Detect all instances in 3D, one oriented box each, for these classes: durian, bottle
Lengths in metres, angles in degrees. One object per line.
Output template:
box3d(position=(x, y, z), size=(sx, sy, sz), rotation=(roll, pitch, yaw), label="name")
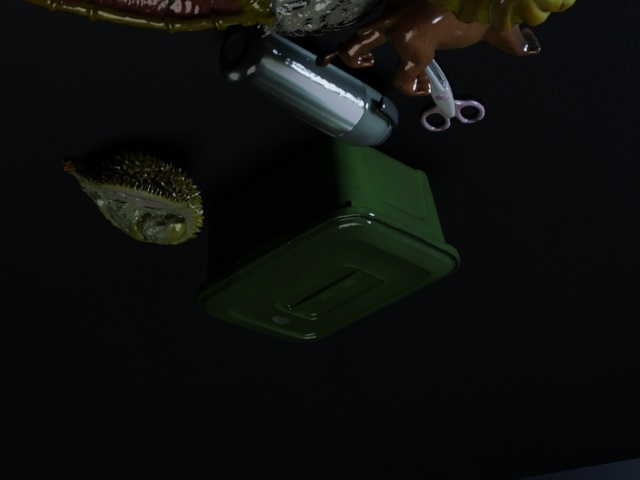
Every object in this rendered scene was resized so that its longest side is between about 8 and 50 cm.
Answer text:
box3d(position=(-0.251, -0.066, 1.700), size=(0.208, 0.102, 0.146), rotation=(22, 145, -2), label="durian")
box3d(position=(-0.006, -0.186, 1.530), size=(0.096, 0.079, 0.254), rotation=(-12, 153, 42), label="bottle")

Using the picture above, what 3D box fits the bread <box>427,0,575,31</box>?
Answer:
box3d(position=(0.186, -0.305, 1.267), size=(0.213, 0.105, 0.213), rotation=(-4, 121, -6), label="bread")

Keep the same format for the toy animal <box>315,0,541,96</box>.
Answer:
box3d(position=(0.156, -0.254, 1.398), size=(0.312, 0.097, 0.157), rotation=(-18, 154, -13), label="toy animal")

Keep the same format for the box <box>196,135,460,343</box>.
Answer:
box3d(position=(0.000, 0.000, 1.777), size=(0.329, 0.178, 0.253), rotation=(-30, 145, 33), label="box")

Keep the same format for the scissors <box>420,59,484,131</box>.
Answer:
box3d(position=(0.157, -0.189, 1.618), size=(0.085, 0.022, 0.176), rotation=(-11, 154, 15), label="scissors")

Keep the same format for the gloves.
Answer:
box3d(position=(0.001, -0.268, 1.396), size=(0.153, 0.070, 0.114), rotation=(-11, 150, 8), label="gloves")

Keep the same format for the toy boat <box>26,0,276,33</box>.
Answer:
box3d(position=(-0.205, -0.274, 1.319), size=(0.318, 0.099, 0.141), rotation=(3, 147, -17), label="toy boat")
